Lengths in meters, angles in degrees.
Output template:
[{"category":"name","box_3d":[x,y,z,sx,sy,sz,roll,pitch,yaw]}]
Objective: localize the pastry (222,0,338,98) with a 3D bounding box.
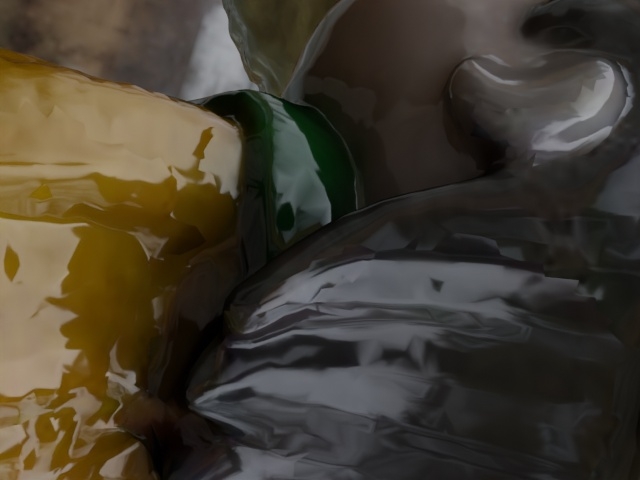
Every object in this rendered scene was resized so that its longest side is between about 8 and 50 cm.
[{"category":"pastry","box_3d":[0.131,-0.193,1.185,0.313,0.389,0.388,-19,-130,52]}]

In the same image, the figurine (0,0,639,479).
[{"category":"figurine","box_3d":[0.000,0.026,0.394,0.185,0.332,0.204,108,-37,-56]}]
